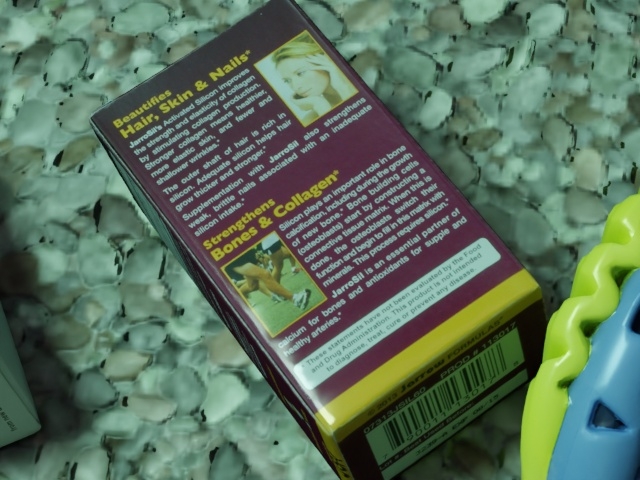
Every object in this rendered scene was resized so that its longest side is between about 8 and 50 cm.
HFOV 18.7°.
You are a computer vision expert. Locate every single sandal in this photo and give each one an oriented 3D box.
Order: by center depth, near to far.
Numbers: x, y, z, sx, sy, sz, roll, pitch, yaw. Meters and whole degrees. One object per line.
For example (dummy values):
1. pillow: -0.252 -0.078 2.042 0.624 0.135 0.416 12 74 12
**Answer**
1. sandal: 0.197 0.007 0.758 0.138 0.126 0.317 35 75 21

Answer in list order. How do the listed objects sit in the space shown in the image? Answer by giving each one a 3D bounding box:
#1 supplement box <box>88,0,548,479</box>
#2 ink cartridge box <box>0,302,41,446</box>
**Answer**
1. supplement box: 0.000 0.000 0.819 0.104 0.081 0.188 -34 61 -8
2. ink cartridge box: -0.249 0.043 0.839 0.212 0.093 0.154 -23 59 -4
